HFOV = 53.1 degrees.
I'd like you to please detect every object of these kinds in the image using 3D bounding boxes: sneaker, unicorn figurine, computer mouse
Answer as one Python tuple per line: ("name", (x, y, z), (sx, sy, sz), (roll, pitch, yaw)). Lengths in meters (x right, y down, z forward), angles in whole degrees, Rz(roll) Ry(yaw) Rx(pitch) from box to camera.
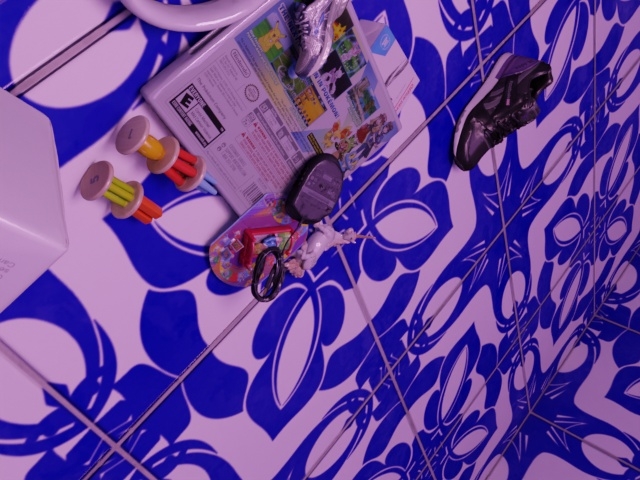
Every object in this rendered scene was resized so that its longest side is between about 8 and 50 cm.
("sneaker", (0.383, -0.266, 1.337), (0.107, 0.124, 0.283), (37, 81, -51))
("sneaker", (-0.013, -0.275, 0.813), (0.058, 0.052, 0.135), (12, 104, -33))
("unicorn figurine", (0.000, 0.000, 1.099), (0.162, 0.060, 0.111), (-40, 138, -6))
("computer mouse", (-0.040, -0.020, 0.949), (0.071, 0.041, 0.242), (31, 88, -32))

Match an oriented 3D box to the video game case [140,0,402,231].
("video game case", (-0.045, -0.183, 0.911), (0.300, 0.036, 0.329), (-42, 137, -8))

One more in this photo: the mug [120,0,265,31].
("mug", (-0.105, -0.375, 0.632), (0.328, 0.276, 0.374), (-19, 150, -31))

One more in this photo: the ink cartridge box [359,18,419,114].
("ink cartridge box", (0.099, -0.263, 1.061), (0.104, 0.060, 0.180), (-58, 141, -7))

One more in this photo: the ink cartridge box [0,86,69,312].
("ink cartridge box", (-0.406, 0.016, 0.411), (0.385, 0.160, 0.279), (-39, 140, 14))

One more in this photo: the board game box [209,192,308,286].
("board game box", (-0.083, 0.011, 0.970), (0.169, 0.033, 0.133), (-42, 138, -2))

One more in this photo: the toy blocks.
("toy blocks", (-0.205, -0.070, 0.805), (0.123, 0.054, 0.148), (-51, 139, 2))
